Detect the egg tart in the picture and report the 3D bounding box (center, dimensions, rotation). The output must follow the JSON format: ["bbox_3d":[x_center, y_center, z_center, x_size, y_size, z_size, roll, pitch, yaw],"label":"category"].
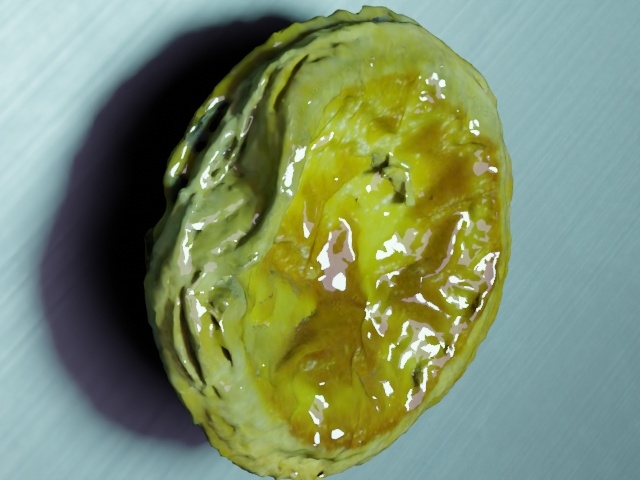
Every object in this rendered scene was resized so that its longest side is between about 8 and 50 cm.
[{"bbox_3d":[0.000,0.000,0.729,0.241,0.106,0.241,-17,115,-40],"label":"egg tart"}]
